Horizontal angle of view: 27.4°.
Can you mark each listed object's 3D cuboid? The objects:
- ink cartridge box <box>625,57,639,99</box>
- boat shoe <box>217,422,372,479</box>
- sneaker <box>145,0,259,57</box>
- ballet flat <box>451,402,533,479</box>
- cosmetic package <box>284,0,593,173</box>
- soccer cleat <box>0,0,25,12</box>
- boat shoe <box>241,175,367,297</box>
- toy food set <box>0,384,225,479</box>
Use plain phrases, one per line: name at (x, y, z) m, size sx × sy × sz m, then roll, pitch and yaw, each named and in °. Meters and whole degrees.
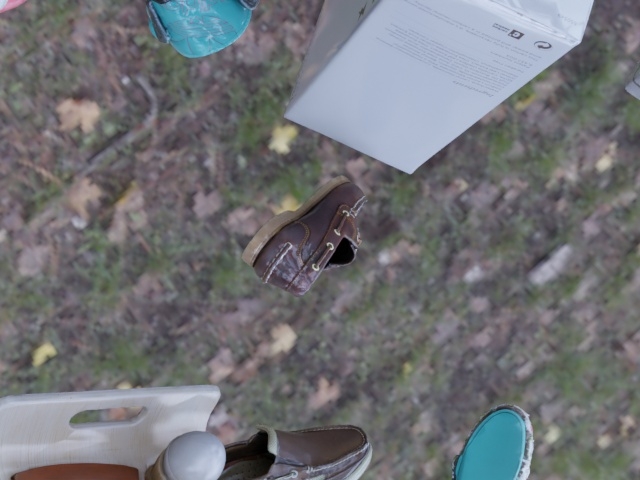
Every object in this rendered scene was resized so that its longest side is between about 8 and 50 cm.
ink cartridge box at (0.498, -0.165, 1.407) m, size 0.166 × 0.285 × 0.395 m, roll -58°, pitch 174°, yaw 9°
boat shoe at (-0.051, 0.256, 1.507) m, size 0.257 × 0.095 × 0.095 m, roll -18°, pitch 127°, yaw -28°
sneaker at (-0.143, -0.255, 1.262) m, size 0.123 × 0.295 × 0.178 m, roll -16°, pitch 113°, yaw 18°
ballet flat at (0.193, 0.299, 1.527) m, size 0.077 × 0.091 × 0.241 m, roll 0°, pitch 109°, yaw -63°
cosmetic package at (0.109, -0.215, 1.164) m, size 0.365 × 0.155 × 0.197 m, roll 143°, pitch -32°, yaw -67°
soccer cleat at (-0.412, -0.303, 1.265) m, size 0.116 × 0.318 × 0.109 m, roll -38°, pitch 151°, yaw -61°
boat shoe at (0.000, 0.000, 1.222) m, size 0.073 × 0.073 × 0.207 m, roll -60°, pitch 170°, yaw 30°
toy food set at (-0.124, 0.260, 1.029) m, size 0.219 × 0.306 × 0.092 m, roll 2°, pitch 145°, yaw -42°
